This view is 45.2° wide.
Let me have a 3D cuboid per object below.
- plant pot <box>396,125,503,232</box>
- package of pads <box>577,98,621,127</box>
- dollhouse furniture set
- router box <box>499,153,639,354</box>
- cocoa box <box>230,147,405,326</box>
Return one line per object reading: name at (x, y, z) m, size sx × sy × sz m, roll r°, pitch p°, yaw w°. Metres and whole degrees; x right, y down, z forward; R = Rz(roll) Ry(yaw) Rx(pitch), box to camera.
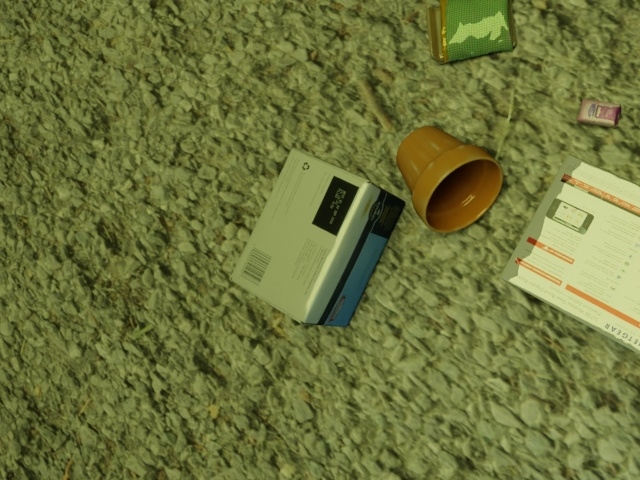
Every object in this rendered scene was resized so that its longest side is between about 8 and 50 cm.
plant pot at (0.270, -0.153, 1.720) m, size 0.205 × 0.205 × 0.188 m, roll -47°, pitch 49°, yaw 13°
package of pads at (0.598, -0.273, 1.650) m, size 0.083 × 0.032 × 0.050 m, roll 15°, pitch 92°, yaw 28°
dollhouse furniture set at (0.324, -0.581, 1.770) m, size 0.197 × 0.151 × 0.302 m, roll -9°, pitch 78°, yaw 26°
router box at (0.590, 0.028, 1.579) m, size 0.335 × 0.082 × 0.301 m, roll 32°, pitch 97°, yaw 27°
cocoa box at (0.000, 0.000, 1.802) m, size 0.231 × 0.228 × 0.347 m, roll 27°, pitch 95°, yaw 28°
